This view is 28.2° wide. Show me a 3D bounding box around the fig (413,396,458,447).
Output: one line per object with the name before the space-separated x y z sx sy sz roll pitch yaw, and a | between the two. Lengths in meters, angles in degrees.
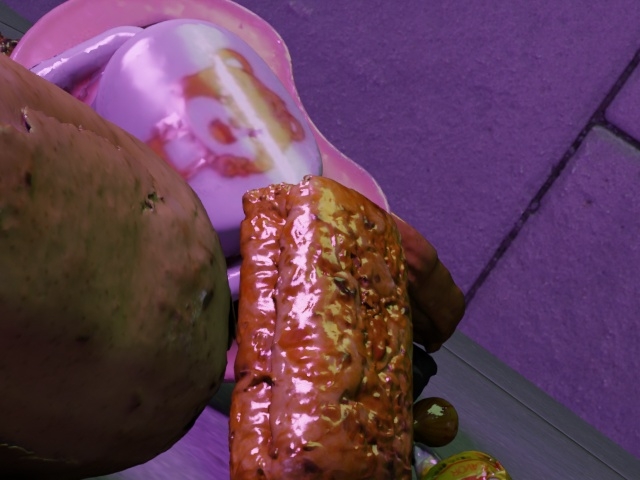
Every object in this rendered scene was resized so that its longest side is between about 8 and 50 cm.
fig | 0.098 0.174 1.193 0.050 0.050 0.083 36 24 20

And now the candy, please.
candy | 0.082 0.178 0.989 0.077 0.073 0.262 52 -8 -15

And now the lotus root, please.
lotus root | -0.144 0.007 0.483 0.284 0.146 0.160 31 43 -57

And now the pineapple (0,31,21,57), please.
pineapple | -0.240 -0.102 1.207 0.237 0.119 0.111 26 7 -32

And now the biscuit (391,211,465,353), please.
biscuit | 0.000 0.000 1.207 0.312 0.057 0.351 34 -9 4

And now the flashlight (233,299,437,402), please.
flashlight | -0.076 0.028 1.141 0.424 0.103 0.103 34 5 -13

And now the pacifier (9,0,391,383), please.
pacifier | -0.095 -0.041 0.934 0.332 0.220 0.273 57 10 15

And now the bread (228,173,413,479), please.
bread | 0.003 0.064 0.766 0.114 0.083 0.211 29 50 -44
